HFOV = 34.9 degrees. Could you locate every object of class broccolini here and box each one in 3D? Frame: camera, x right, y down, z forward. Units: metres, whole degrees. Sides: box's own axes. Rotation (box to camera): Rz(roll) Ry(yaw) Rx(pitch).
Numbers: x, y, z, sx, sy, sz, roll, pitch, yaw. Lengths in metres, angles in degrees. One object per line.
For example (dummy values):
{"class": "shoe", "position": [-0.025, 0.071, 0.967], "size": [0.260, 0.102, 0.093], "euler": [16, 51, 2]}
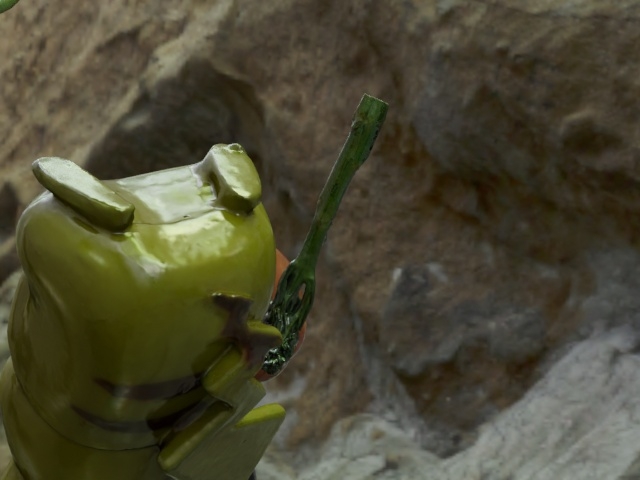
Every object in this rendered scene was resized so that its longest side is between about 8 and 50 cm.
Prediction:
{"class": "broccolini", "position": [0.005, 0.001, 0.858], "size": [0.071, 0.057, 0.254], "euler": [40, -71, 39]}

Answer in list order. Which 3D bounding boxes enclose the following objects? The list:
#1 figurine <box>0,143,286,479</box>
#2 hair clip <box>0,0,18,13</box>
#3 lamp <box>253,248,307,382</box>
{"class": "figurine", "position": [-0.120, 0.088, 0.696], "size": [0.169, 0.218, 0.326], "euler": [60, -38, 33]}
{"class": "hair clip", "position": [-0.110, -0.136, 0.345], "size": [0.033, 0.060, 0.188], "euler": [87, -4, -56]}
{"class": "lamp", "position": [-0.110, 0.079, 1.205], "size": [0.164, 0.188, 0.187], "euler": [-106, -146, -48]}
